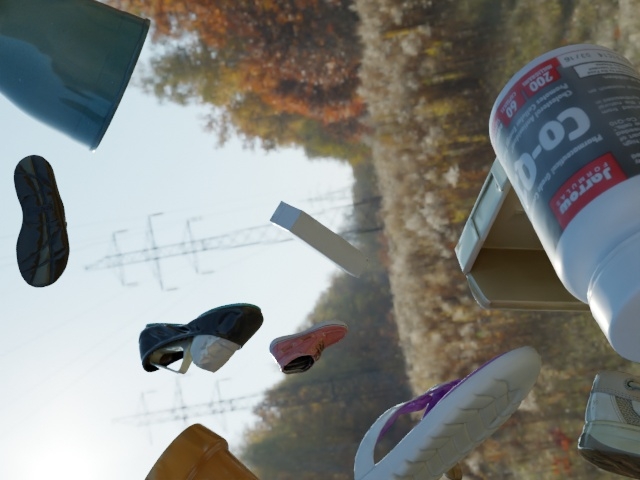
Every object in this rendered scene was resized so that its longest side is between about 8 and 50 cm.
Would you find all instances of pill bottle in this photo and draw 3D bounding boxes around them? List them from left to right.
[{"bbox_3d":[0.273,-0.040,0.776,0.161,0.161,0.283,76,180,-45],"label":"pill bottle"}]

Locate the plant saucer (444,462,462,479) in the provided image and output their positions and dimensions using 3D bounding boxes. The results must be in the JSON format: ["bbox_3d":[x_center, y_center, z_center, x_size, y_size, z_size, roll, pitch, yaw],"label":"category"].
[{"bbox_3d":[0.274,0.486,1.821,0.083,0.015,0.083,39,-156,-21],"label":"plant saucer"}]

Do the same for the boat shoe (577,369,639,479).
[{"bbox_3d":[0.441,0.206,0.845,0.122,0.341,0.110,67,-140,-57],"label":"boat shoe"}]

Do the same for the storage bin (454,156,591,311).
[{"bbox_3d":[0.359,-0.029,1.195,0.262,0.260,0.123,106,160,-44],"label":"storage bin"}]

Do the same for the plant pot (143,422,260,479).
[{"bbox_3d":[-0.167,0.422,1.321,0.205,0.187,0.205,-55,-16,-24],"label":"plant pot"}]

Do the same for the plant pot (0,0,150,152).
[{"bbox_3d":[-0.483,-0.336,1.541,0.272,0.255,0.272,-52,24,36],"label":"plant pot"}]

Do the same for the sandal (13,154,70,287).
[{"bbox_3d":[-0.465,-0.032,1.412,0.060,0.089,0.220,22,-122,-87],"label":"sandal"}]

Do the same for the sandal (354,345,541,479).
[{"bbox_3d":[0.109,0.265,1.100,0.102,0.416,0.169,49,-174,31],"label":"sandal"}]

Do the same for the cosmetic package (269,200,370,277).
[{"bbox_3d":[0.000,0.000,1.940,0.239,0.060,0.099,35,173,-35],"label":"cosmetic package"}]

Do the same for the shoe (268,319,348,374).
[{"bbox_3d":[-0.014,0.226,1.767,0.081,0.177,0.064,-125,26,-50],"label":"shoe"}]

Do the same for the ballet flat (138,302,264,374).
[{"bbox_3d":[-0.203,0.176,1.413,0.095,0.280,0.096,30,-124,-39],"label":"ballet flat"}]
